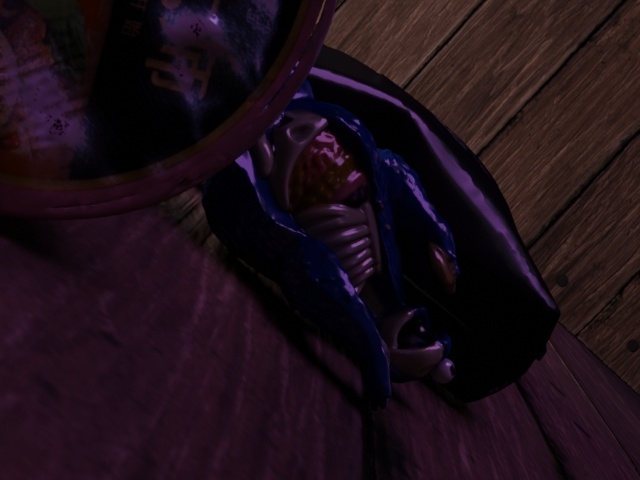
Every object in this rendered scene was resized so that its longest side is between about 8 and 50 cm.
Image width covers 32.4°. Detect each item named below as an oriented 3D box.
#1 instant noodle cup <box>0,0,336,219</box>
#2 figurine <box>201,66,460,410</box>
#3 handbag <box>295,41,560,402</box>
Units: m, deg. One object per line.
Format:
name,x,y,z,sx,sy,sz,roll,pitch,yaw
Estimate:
instant noodle cup,-0.146,-0.160,0.511,0.244,0.244,0.255,37,2,-35
figurine,0.000,-0.008,0.727,0.164,0.120,0.262,-28,93,-55
handbag,0.066,-0.048,0.946,0.342,0.152,0.288,43,19,-10
